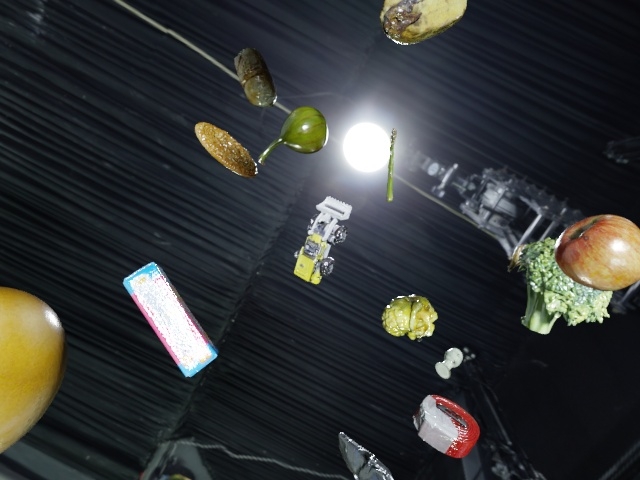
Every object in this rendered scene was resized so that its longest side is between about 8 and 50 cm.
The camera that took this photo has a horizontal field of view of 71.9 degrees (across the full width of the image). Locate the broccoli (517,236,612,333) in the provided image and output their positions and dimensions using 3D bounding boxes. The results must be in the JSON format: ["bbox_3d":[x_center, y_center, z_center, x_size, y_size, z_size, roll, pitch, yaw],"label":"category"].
[{"bbox_3d":[0.652,0.118,1.186,0.235,0.287,0.260,-12,-102,51],"label":"broccoli"}]

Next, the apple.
[{"bbox_3d":[0.528,0.024,0.824,0.146,0.131,0.146,-44,-176,3],"label":"apple"}]

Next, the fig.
[{"bbox_3d":[-0.100,-0.332,1.404,0.259,0.152,0.151,-23,168,-18],"label":"fig"}]

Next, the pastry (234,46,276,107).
[{"bbox_3d":[-0.163,-0.411,1.120,0.153,0.081,0.154,-12,90,-85],"label":"pastry"}]

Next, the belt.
[{"bbox_3d":[0.408,0.594,1.427,0.128,0.200,0.124,-39,150,-46],"label":"belt"}]

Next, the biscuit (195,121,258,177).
[{"bbox_3d":[-0.369,-0.366,1.766,0.038,0.305,0.305,-45,-173,18],"label":"biscuit"}]

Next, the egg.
[{"bbox_3d":[-0.610,0.235,0.763,0.351,0.283,0.282,-41,-174,12],"label":"egg"}]

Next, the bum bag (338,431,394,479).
[{"bbox_3d":[0.130,0.660,1.268,0.074,0.137,0.310,-24,-166,-26],"label":"bum bag"}]

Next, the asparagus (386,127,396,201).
[{"bbox_3d":[0.238,-0.251,1.482,0.024,0.025,0.249,-35,130,-59],"label":"asparagus"}]

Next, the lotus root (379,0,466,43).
[{"bbox_3d":[0.214,-0.479,0.924,0.258,0.097,0.110,-28,118,-30],"label":"lotus root"}]

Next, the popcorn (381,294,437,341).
[{"bbox_3d":[0.348,0.302,1.720,0.189,0.217,0.170,2,-78,53],"label":"popcorn"}]

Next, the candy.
[{"bbox_3d":[-0.404,0.214,1.210,0.100,0.306,0.157,-35,179,-14],"label":"candy"}]

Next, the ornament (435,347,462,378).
[{"bbox_3d":[0.541,0.502,1.831,0.156,0.075,0.081,-22,160,-48],"label":"ornament"}]

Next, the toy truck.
[{"bbox_3d":[0.000,0.000,1.453,0.111,0.136,0.286,1,112,-60],"label":"toy truck"}]

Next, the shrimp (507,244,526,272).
[{"bbox_3d":[0.680,0.065,1.508,0.108,0.059,0.023,-67,-161,8],"label":"shrimp"}]
